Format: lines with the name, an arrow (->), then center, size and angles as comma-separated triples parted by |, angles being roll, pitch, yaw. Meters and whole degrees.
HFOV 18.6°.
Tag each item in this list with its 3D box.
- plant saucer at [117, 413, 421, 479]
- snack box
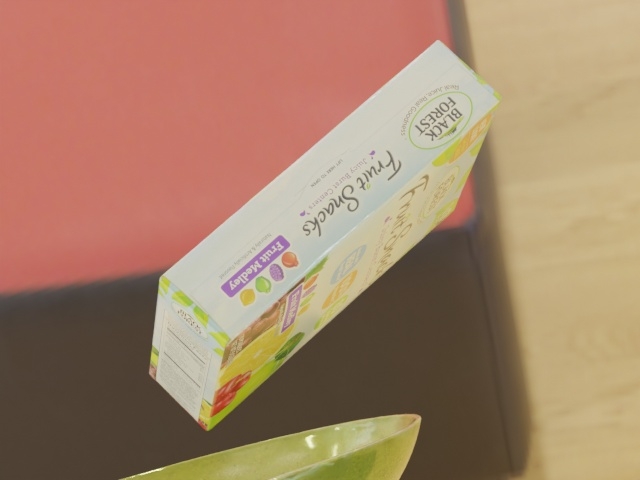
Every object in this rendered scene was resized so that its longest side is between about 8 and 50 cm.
plant saucer -> -0.065, 0.130, 0.912 | 0.241, 0.241, 0.037 | -15, 88, 0
snack box -> 0.000, 0.000, 0.727 | 0.037, 0.100, 0.141 | 44, 68, 11
